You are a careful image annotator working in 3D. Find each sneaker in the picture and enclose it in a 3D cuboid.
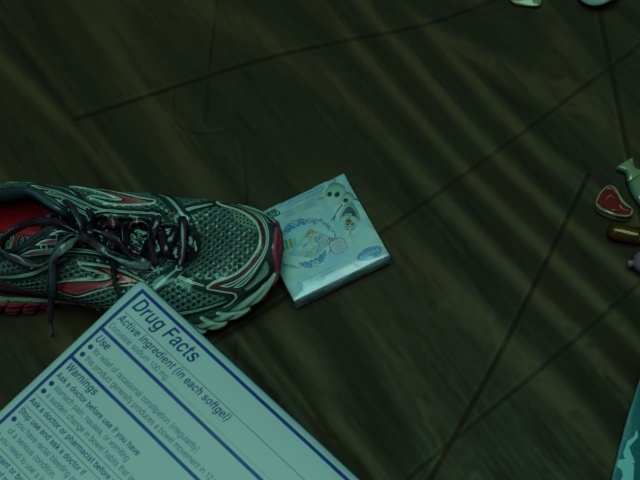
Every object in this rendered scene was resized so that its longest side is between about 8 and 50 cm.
[{"bbox_3d":[-0.180,0.010,1.222,0.299,0.112,0.120,-1,65,6],"label":"sneaker"}]

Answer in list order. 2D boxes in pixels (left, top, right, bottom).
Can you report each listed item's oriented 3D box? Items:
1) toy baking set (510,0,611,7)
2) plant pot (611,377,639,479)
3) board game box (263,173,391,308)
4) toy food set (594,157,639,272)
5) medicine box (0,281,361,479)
[{"bbox_3d":[0.276,-0.312,1.363,0.256,0.030,0.196,-18,64,-2],"label":"toy baking set"},{"bbox_3d":[0.350,0.176,1.006,0.255,0.271,0.271,16,68,4],"label":"plant pot"},{"bbox_3d":[0.000,0.000,1.254,0.090,0.020,0.090,-25,62,-5],"label":"board game box"},{"bbox_3d":[0.275,-0.011,1.226,0.078,0.019,0.122,-39,66,-12],"label":"toy food set"},{"bbox_3d":[-0.132,0.229,1.091,0.263,0.149,0.289,41,75,21],"label":"medicine box"}]
